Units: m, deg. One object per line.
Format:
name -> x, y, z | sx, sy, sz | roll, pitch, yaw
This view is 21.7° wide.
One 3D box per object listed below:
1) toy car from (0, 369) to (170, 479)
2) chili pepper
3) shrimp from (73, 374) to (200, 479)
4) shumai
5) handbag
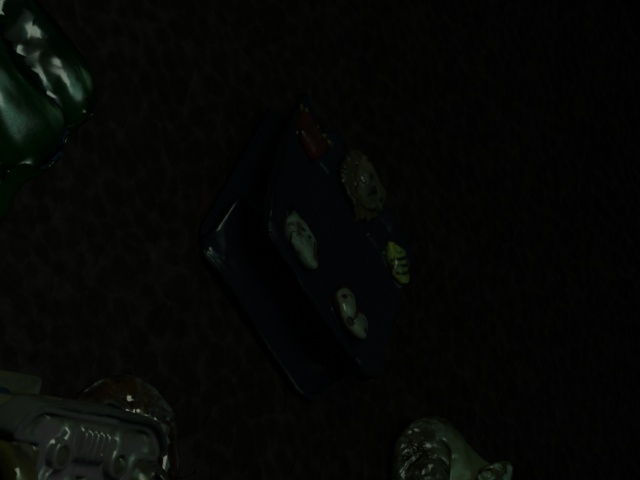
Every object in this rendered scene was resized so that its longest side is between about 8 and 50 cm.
toy car -> -0.307, 0.295, 1.545 | 0.242, 0.226, 0.336 | 18, 88, -55
chili pepper -> -0.361, -0.144, 1.617 | 0.256, 0.233, 0.248 | 55, 19, -15
shrimp -> -0.188, 0.311, 1.782 | 0.145, 0.116, 0.343 | -11, 89, -35
shumai -> 0.193, 0.333, 2.353 | 0.184, 0.142, 0.184 | 28, 56, -53
handbag -> 0.000, 0.000, 2.218 | 0.303, 0.122, 0.329 | 57, 34, -26
